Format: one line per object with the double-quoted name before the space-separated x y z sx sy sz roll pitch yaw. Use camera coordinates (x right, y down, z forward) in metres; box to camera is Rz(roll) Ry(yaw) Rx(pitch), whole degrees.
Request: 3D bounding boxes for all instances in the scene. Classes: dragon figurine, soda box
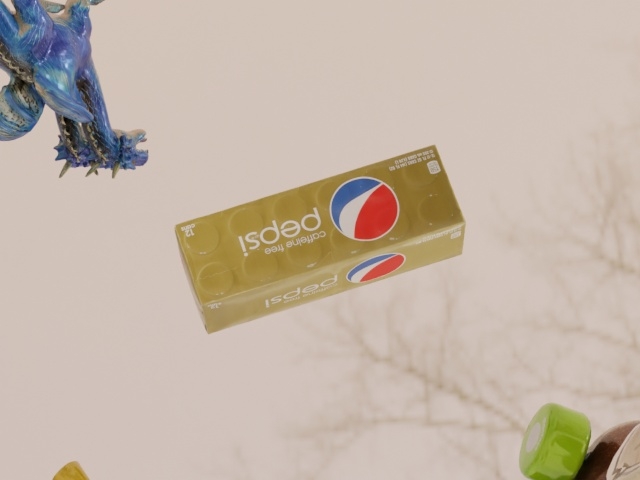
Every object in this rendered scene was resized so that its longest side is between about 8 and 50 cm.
"dragon figurine" -0.216 -0.125 1.482 0.085 0.144 0.289 -8 -10 22
"soda box" 0.000 0.000 1.297 0.181 0.061 0.058 -18 -21 -5

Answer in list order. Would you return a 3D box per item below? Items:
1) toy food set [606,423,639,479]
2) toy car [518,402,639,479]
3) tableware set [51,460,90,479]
"toy food set" 0.236 0.072 0.507 0.220 0.092 0.306 44 -36 2
"toy car" 0.197 0.194 1.183 0.155 0.188 0.149 21 -84 -9
"tableware set" -0.204 0.180 1.213 0.154 0.024 0.104 -25 -30 -41
